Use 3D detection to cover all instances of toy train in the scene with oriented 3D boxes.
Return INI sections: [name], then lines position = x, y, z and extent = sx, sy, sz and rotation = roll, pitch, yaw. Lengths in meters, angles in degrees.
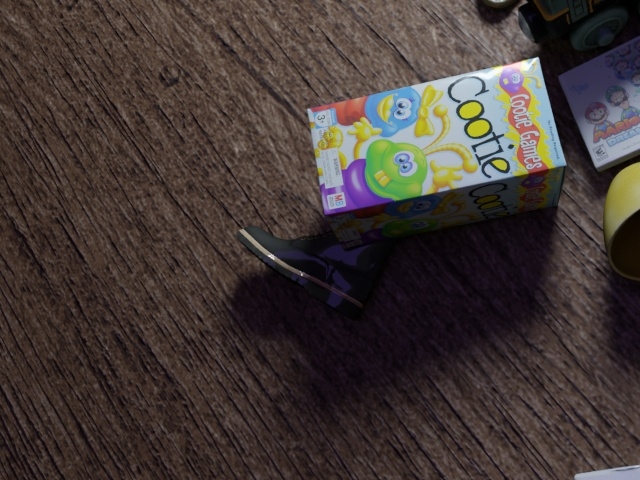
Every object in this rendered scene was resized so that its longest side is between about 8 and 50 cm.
[toy train]
position = 0.381, -0.352, 1.013
extent = 0.333, 0.190, 0.142
rotation = -28, 68, 14

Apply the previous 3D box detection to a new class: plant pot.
[plant pot]
position = 0.377, -0.034, 0.979
extent = 0.134, 0.134, 0.095
rotation = -24, 42, 15

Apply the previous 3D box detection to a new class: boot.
[boot]
position = 0.000, 0.000, 1.152
extent = 0.197, 0.077, 0.137
rotation = 32, 85, 13

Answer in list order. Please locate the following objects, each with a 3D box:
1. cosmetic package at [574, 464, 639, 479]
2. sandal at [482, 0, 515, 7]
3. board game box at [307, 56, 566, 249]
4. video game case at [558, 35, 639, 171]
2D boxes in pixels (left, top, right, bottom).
[cosmetic package]
position = 0.349, 0.355, 0.902
extent = 0.117, 0.085, 0.231
rotation = -12, 70, 19
[sandal]
position = 0.266, -0.395, 1.150
extent = 0.072, 0.049, 0.180
rotation = 36, 92, 26
[board game box]
position = 0.139, -0.100, 1.046
extent = 0.275, 0.142, 0.144
rotation = -12, 72, 7
[video game case]
position = 0.384, -0.176, 1.042
extent = 0.157, 0.019, 0.143
rotation = -25, 61, 23
